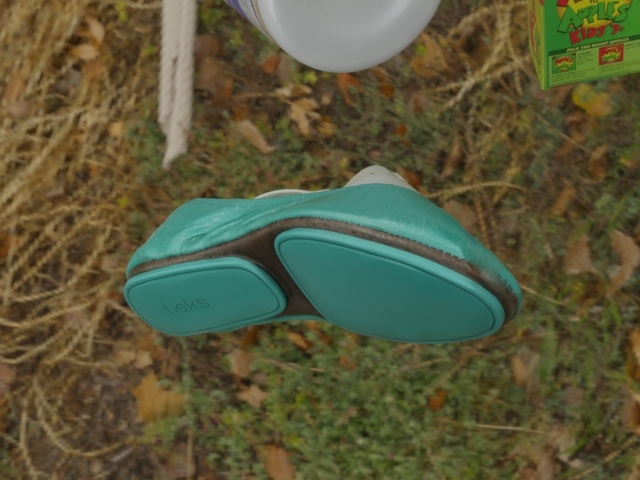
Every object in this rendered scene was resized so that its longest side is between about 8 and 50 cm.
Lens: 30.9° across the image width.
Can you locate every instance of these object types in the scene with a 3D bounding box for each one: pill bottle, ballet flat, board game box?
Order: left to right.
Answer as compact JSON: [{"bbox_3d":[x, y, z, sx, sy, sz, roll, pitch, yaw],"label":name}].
[{"bbox_3d":[-0.018,-0.178,0.656,0.112,0.112,0.186,-56,39,12],"label":"pill bottle"},{"bbox_3d":[0.000,0.000,0.585,0.247,0.083,0.087,-4,44,42],"label":"ballet flat"},{"bbox_3d":[0.213,-0.149,0.668,0.181,0.092,0.043,-10,51,4],"label":"board game box"}]
